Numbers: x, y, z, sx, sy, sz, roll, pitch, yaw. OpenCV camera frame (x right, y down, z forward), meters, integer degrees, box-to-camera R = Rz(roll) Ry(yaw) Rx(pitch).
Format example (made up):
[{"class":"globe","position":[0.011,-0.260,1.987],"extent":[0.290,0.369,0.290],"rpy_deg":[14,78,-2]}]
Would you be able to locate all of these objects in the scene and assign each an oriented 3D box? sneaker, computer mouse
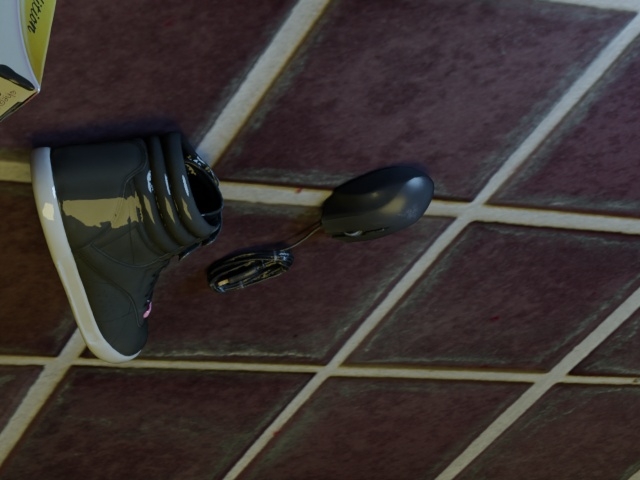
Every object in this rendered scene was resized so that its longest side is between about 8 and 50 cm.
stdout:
[{"class":"sneaker","position":[-0.148,0.012,1.649],"extent":[0.147,0.105,0.296],"rpy_deg":[-10,145,1]},{"class":"computer mouse","position":[0.000,0.000,1.764],"extent":[0.242,0.041,0.071],"rpy_deg":[-28,148,21]}]

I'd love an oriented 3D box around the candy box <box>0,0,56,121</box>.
[{"class":"candy box","position":[-0.258,-0.179,1.054],"extent":[0.233,0.159,0.071],"rpy_deg":[26,143,-32]}]
